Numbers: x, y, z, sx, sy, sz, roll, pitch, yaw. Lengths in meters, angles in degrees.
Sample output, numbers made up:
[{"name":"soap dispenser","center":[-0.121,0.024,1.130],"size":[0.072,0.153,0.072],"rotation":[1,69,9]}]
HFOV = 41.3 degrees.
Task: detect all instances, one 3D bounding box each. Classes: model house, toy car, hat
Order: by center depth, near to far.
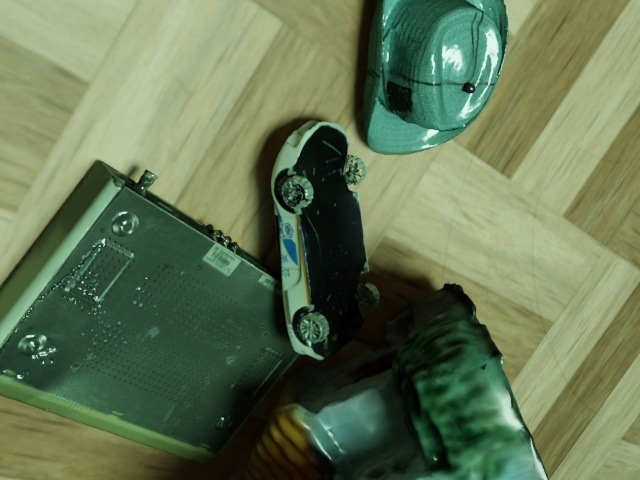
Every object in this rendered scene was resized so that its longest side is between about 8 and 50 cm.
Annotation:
[{"name":"hat","center":[0.104,-0.148,0.711],"size":[0.138,0.078,0.191],"rotation":[-10,122,-32]},{"name":"toy car","center":[0.000,0.000,0.721],"size":[0.095,0.056,0.205],"rotation":[-26,114,-50]},{"name":"model house","center":[0.027,0.239,0.767],"size":[0.339,0.360,0.297],"rotation":[-23,93,5]}]

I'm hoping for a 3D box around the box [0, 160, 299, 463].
[{"name":"box","center":[-0.127,0.073,0.707],"size":[0.211,0.045,0.270],"rotation":[-50,133,3]}]
